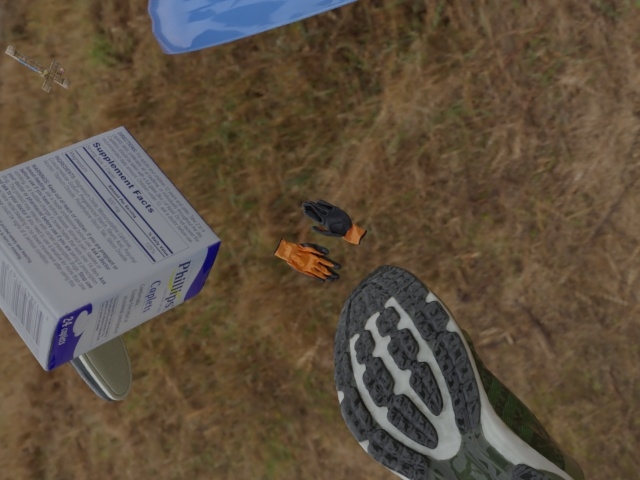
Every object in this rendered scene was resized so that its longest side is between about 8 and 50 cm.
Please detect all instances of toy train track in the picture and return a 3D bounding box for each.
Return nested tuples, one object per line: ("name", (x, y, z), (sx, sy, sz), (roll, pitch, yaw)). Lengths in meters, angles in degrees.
("toy train track", (-0.333, -0.207, 1.259), (0.014, 0.083, 0.048), (-31, 38, 44))

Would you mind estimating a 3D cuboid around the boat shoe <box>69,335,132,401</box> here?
("boat shoe", (-0.329, 0.114, 1.390), (0.079, 0.084, 0.233), (-27, 102, 33))

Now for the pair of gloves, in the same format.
("pair of gloves", (0.000, 0.000, 1.100), (0.074, 0.083, 0.010), (29, 160, 8))

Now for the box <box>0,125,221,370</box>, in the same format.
("box", (-0.165, 0.002, 0.750), (0.126, 0.137, 0.072), (48, 143, 20))

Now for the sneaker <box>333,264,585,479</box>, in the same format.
("sneaker", (0.161, 0.201, 1.060), (0.158, 0.182, 0.410), (-43, 63, 19))

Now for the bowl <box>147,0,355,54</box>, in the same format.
("bowl", (0.055, -0.239, 0.753), (0.391, 0.391, 0.077), (4, 119, 55))
